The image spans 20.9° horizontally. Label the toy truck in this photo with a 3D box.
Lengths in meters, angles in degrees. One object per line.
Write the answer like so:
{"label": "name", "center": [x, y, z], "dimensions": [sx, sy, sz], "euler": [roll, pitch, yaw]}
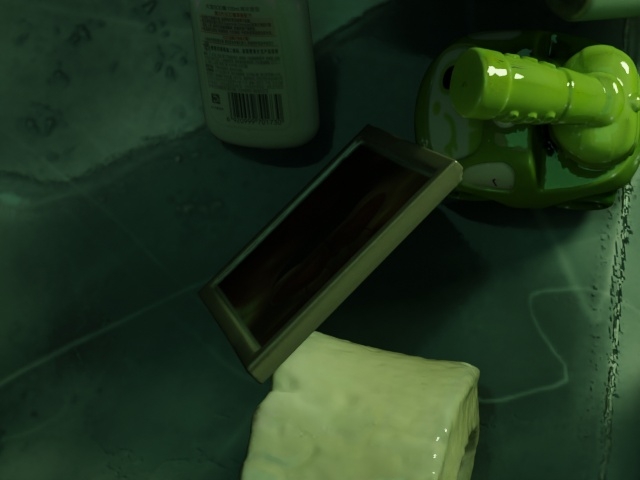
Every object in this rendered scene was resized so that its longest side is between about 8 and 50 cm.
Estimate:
{"label": "toy truck", "center": [0.180, -0.105, 1.395], "dimensions": [0.187, 0.210, 0.148], "euler": [6, 81, -10]}

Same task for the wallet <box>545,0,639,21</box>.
{"label": "wallet", "center": [0.217, -0.298, 1.355], "dimensions": [0.360, 0.083, 0.252], "euler": [-6, 93, -38]}

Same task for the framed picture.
{"label": "framed picture", "center": [0.000, 0.000, 1.360], "dimensions": [0.211, 0.289, 0.020], "euler": [-45, 104, -1]}

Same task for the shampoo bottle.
{"label": "shampoo bottle", "center": [-0.059, -0.184, 1.445], "dimensions": [0.108, 0.051, 0.221], "euler": [8, 120, 24]}

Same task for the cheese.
{"label": "cheese", "center": [0.021, 0.245, 1.315], "dimensions": [0.153, 0.292, 0.332], "euler": [13, 95, 9]}
